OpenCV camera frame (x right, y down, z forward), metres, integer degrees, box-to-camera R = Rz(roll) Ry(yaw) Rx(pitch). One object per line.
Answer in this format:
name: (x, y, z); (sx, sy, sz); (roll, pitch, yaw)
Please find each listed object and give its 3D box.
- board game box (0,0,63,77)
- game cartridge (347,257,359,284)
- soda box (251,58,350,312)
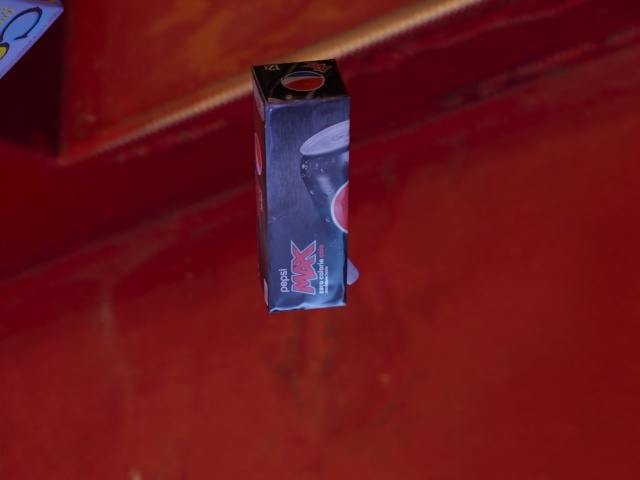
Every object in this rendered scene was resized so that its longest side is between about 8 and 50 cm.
board game box: (-0.251, -0.108, 0.795); (0.142, 0.275, 0.144); (46, 101, 7)
game cartridge: (0.000, 0.000, 1.513); (0.017, 0.083, 0.056); (-40, 10, -2)
soda box: (-0.012, -0.035, 1.229); (0.053, 0.060, 0.169); (-107, 14, -54)
